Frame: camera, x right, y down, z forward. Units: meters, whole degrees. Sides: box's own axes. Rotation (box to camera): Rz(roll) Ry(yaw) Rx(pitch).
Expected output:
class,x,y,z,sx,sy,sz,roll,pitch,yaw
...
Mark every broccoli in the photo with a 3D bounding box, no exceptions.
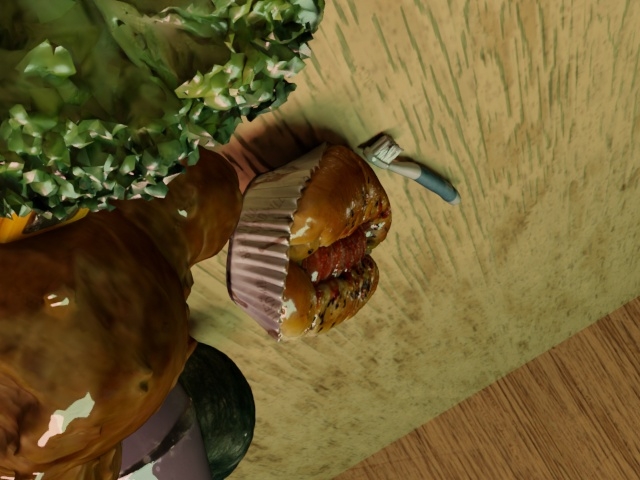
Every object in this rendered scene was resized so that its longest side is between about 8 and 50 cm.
class,x,y,z,sx,sy,sz,roll,pitch,yaw
broccoli,-0.105,-0.105,0.457,0.219,0.194,0.194,9,161,-1

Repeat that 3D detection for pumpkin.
class,x,y,z,sx,sy,sz,roll,pitch,yaw
pumpkin,-0.155,0.182,1.285,0.211,0.152,0.212,-23,149,-15

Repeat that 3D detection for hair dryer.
class,x,y,z,sx,sy,sz,roll,pitch,yaw
hair dryer,-0.240,0.226,1.171,0.361,0.301,0.121,-14,-159,23

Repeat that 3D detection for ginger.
class,x,y,z,sx,sy,sz,roll,pitch,yaw
ginger,-0.167,0.076,0.885,0.357,0.152,0.274,-58,-176,43

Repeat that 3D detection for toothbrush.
class,x,y,z,sx,sy,sz,roll,pitch,yaw
toothbrush,0.086,-0.058,1.226,0.025,0.019,0.275,-41,163,11

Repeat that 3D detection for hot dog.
class,x,y,z,sx,sy,sz,roll,pitch,yaw
hot dog,0.000,0.000,1.052,0.268,0.075,0.144,-11,114,-74

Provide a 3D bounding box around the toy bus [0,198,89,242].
class,x,y,z,sx,sy,sz,roll,pitch,yaw
toy bus,-0.126,-0.064,0.673,0.069,0.074,0.162,-20,163,-31
